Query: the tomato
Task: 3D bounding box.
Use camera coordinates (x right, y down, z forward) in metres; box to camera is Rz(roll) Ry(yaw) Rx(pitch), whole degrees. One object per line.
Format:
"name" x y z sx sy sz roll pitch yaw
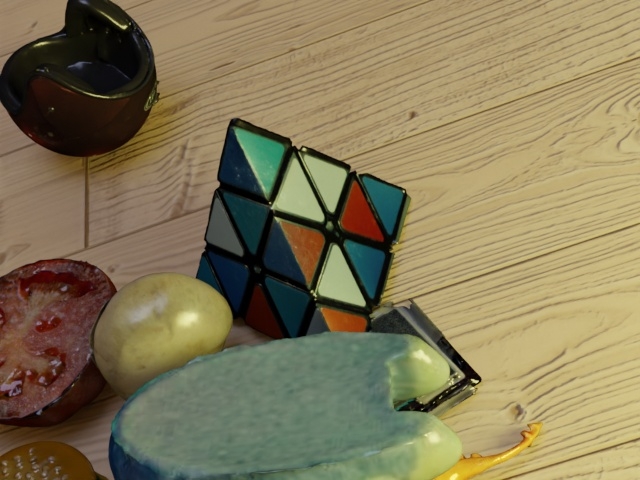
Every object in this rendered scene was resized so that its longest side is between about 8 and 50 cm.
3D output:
"tomato" -0.314 0.128 1.407 0.225 0.085 0.225 -12 49 15

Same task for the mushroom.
"mushroom" -0.168 0.102 1.321 0.154 0.154 0.122 -33 29 -7

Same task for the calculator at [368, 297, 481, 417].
"calculator" 0.012 0.167 1.259 0.274 0.028 0.166 -32 41 -8

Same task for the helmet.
"helmet" -0.317 -0.208 1.643 0.216 0.193 0.189 1 50 18

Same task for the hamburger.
"hamburger" -0.275 0.279 1.223 0.162 0.115 0.162 -12 47 13

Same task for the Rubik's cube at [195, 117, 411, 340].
"Rubik's cube" 0.000 0.000 1.395 0.234 0.284 0.250 -27 -3 -34

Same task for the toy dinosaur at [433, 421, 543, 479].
"toy dinosaur" 0.086 0.244 1.119 0.117 0.070 0.288 0 35 49

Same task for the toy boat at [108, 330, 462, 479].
"toy boat" -0.032 0.193 1.160 0.329 0.123 0.215 -11 31 3
